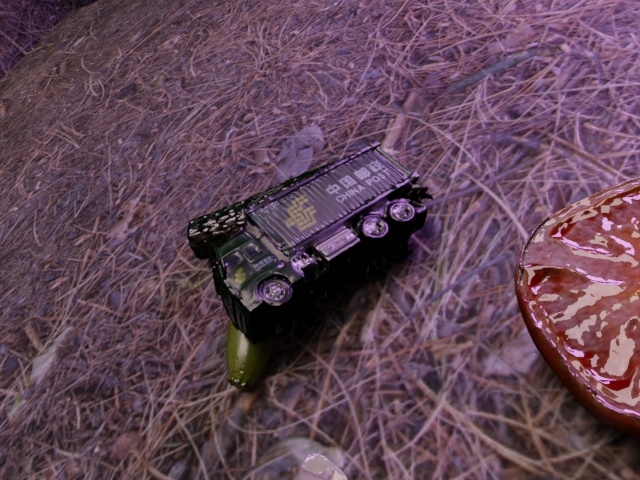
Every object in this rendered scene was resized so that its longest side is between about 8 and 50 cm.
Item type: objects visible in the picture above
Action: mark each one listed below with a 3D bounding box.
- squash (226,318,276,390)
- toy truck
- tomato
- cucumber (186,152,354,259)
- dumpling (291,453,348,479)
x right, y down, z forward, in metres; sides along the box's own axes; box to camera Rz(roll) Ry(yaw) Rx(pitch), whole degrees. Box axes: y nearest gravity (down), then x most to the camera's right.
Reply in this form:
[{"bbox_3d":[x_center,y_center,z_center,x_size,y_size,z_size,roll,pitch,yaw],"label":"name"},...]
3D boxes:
[{"bbox_3d":[-0.071,0.080,0.703,0.066,0.066,0.201,-9,49,25],"label":"squash"},{"bbox_3d":[0.000,0.000,0.669,0.259,0.088,0.121,-31,58,-24],"label":"toy truck"},{"bbox_3d":[0.277,0.056,0.477,0.236,0.095,0.237,-15,46,17],"label":"tomato"},{"bbox_3d":[-0.042,-0.051,0.823,0.293,0.068,0.068,-22,39,8],"label":"cucumber"},{"bbox_3d":[-0.004,0.230,0.517,0.052,0.057,0.076,-60,5,21],"label":"dumpling"}]
